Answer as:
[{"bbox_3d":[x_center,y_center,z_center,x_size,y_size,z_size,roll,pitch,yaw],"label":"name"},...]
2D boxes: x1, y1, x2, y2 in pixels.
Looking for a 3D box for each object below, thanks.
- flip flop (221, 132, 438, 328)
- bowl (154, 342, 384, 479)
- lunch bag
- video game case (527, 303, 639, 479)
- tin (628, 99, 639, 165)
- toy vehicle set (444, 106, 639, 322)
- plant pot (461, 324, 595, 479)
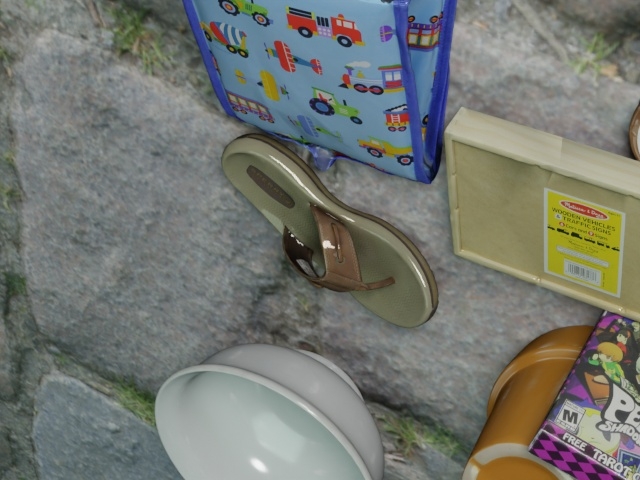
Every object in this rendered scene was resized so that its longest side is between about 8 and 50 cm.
[{"bbox_3d":[0.000,0.000,1.284,0.277,0.080,0.112,41,138,-1],"label":"flip flop"},{"bbox_3d":[-0.038,0.222,1.464,0.298,0.134,0.297,20,136,21],"label":"bowl"},{"bbox_3d":[0.002,-0.165,1.121,0.221,0.138,0.293,19,144,18],"label":"lunch bag"},{"bbox_3d":[0.326,0.166,1.095,0.232,0.210,0.041,30,136,12],"label":"video game case"},{"bbox_3d":[0.342,-0.064,1.016,0.190,0.040,0.106,32,142,8],"label":"tin"},{"bbox_3d":[0.239,-0.011,1.104,0.267,0.035,0.166,21,144,25],"label":"toy vehicle set"},{"bbox_3d":[0.232,0.210,1.180,0.205,0.188,0.205,13,116,29],"label":"plant pot"}]
